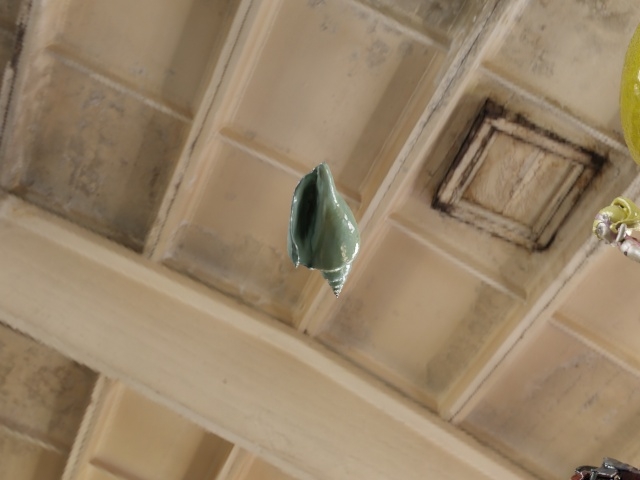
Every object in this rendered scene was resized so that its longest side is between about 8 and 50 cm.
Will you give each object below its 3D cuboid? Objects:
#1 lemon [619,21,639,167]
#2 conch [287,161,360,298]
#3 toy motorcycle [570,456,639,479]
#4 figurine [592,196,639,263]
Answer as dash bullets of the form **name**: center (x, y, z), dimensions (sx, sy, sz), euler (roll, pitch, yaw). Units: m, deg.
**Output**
- **lemon**: center (0.537, -0.194, 1.020), dimensions (0.348, 0.348, 0.348), euler (8, -58, 13)
- **conch**: center (-0.001, -0.004, 0.947), dimensions (0.088, 0.065, 0.180), euler (-19, -60, -11)
- **toy motorcycle**: center (0.578, 0.480, 1.606), dimensions (0.213, 0.122, 0.082), euler (4, -80, 49)
- **figurine**: center (0.507, -0.005, 1.346), dimensions (0.083, 0.187, 0.083), euler (-4, -61, -7)
